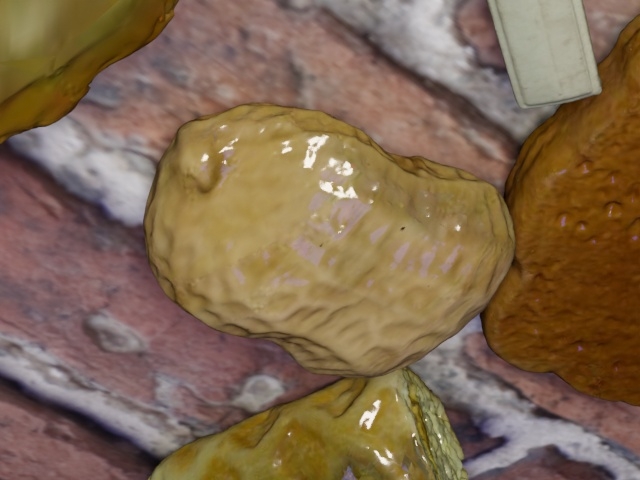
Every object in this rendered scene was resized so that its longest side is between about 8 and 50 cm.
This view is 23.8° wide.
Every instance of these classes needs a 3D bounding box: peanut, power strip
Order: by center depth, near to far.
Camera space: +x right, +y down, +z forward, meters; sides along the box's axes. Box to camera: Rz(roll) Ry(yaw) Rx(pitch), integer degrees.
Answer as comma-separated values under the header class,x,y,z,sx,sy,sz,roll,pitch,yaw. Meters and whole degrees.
class,x,y,z,sx,sy,sz,roll,pitch,yaw
power strip,0.099,-0.172,0.776,0.052,0.078,0.272,-11,140,12
peanut,0.000,0.000,0.948,0.233,0.110,0.197,22,136,-30

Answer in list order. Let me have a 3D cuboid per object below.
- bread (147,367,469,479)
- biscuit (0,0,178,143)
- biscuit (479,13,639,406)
class,x,y,z,sx,sy,sz,roll,pitch,yaw
bread,-0.016,0.199,1.174,0.268,0.130,0.152,-24,100,22
biscuit,-0.181,-0.159,0.691,0.335,0.078,0.329,-16,135,-27
biscuit,0.271,-0.018,0.981,0.359,0.074,0.381,-12,137,7
